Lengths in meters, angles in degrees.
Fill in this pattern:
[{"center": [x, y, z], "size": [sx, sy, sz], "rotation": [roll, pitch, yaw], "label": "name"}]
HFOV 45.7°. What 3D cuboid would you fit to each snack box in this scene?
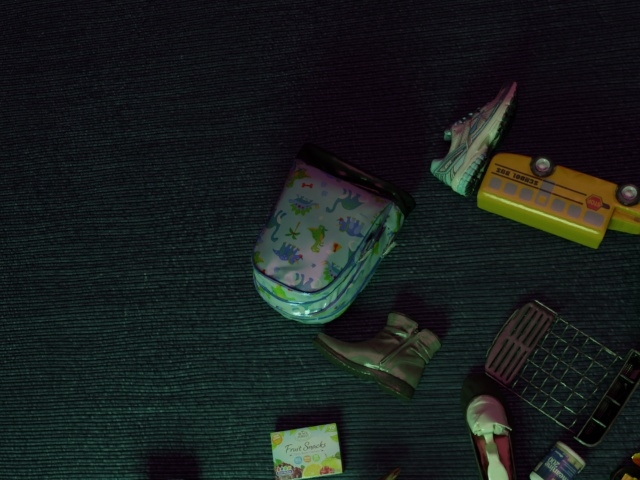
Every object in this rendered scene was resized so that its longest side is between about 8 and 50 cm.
[{"center": [-0.027, 0.438, 1.570], "size": [0.141, 0.037, 0.100], "rotation": [-11, 70, 8], "label": "snack box"}]

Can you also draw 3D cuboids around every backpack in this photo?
[{"center": [0.000, 0.000, 1.606], "size": [0.290, 0.273, 0.356], "rotation": [29, 93, 11], "label": "backpack"}]

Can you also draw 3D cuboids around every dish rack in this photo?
[{"center": [0.474, 0.251, 1.508], "size": [0.271, 0.074, 0.208], "rotation": [34, 82, 19], "label": "dish rack"}]

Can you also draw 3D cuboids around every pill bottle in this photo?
[{"center": [0.445, 0.450, 1.456], "size": [0.067, 0.067, 0.120], "rotation": [40, 84, 19], "label": "pill bottle"}]

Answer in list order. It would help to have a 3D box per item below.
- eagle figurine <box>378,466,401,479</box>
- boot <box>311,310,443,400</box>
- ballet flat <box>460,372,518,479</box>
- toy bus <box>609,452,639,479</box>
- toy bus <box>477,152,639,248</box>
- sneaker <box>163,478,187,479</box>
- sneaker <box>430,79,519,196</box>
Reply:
[{"center": [0.137, 0.600, 1.387], "size": [0.226, 0.225, 0.298], "rotation": [-36, 70, -1], "label": "eagle figurine"}, {"center": [0.120, 0.215, 1.597], "size": [0.246, 0.083, 0.161], "rotation": [26, 73, 12], "label": "boot"}, {"center": [0.339, 0.392, 1.479], "size": [0.095, 0.096, 0.281], "rotation": [-14, 71, 8], "label": "ballet flat"}, {"center": [0.612, 0.531, 1.371], "size": [0.211, 0.149, 0.220], "rotation": [35, 85, 3], "label": "toy bus"}, {"center": [0.506, -0.082, 1.583], "size": [0.332, 0.108, 0.130], "rotation": [21, 79, 17], "label": "toy bus"}, {"center": [-0.280, 0.656, 1.504], "size": [0.150, 0.135, 0.366], "rotation": [-14, 72, 10], "label": "sneaker"}, {"center": [0.338, -0.244, 1.668], "size": [0.122, 0.110, 0.283], "rotation": [28, 80, 21], "label": "sneaker"}]
